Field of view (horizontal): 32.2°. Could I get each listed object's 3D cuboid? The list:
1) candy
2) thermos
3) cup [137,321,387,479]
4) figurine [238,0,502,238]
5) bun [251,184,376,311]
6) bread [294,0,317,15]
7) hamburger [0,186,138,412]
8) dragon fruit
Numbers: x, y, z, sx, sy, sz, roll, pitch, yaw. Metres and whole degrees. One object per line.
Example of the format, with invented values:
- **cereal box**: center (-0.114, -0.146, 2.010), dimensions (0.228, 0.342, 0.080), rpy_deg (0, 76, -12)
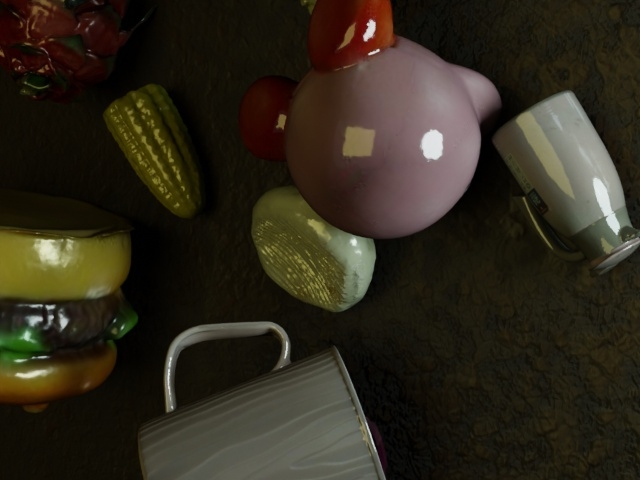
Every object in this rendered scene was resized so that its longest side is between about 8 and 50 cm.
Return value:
- **candy**: center (-0.219, -0.119, 1.545), dimensions (0.094, 0.106, 0.199), rpy_deg (-33, 80, 9)
- **thermos**: center (0.276, -0.052, 1.240), dimensions (0.193, 0.105, 0.137), rpy_deg (60, 144, 9)
- **cup**: center (-0.071, 0.242, 1.317), dimensions (0.273, 0.208, 0.288), rpy_deg (-19, 105, -3)
- **figurine**: center (0.053, -0.115, 1.236), dimensions (0.261, 0.211, 0.270), rpy_deg (32, 128, -16)
- **bun**: center (0.000, 0.000, 1.403), dimensions (0.183, 0.102, 0.183), rpy_deg (29, 141, 26)
- **bread**: center (0.062, -0.382, 1.325), dimensions (0.204, 0.162, 0.262), rpy_deg (-34, 47, 31)
- **hamburger**: center (-0.470, 0.080, 1.540), dimensions (0.395, 0.395, 0.277), rpy_deg (14, 99, 31)
- **dragon fruit**: center (-0.357, -0.315, 1.568), dimensions (0.193, 0.192, 0.274), rpy_deg (3, 59, 52)
